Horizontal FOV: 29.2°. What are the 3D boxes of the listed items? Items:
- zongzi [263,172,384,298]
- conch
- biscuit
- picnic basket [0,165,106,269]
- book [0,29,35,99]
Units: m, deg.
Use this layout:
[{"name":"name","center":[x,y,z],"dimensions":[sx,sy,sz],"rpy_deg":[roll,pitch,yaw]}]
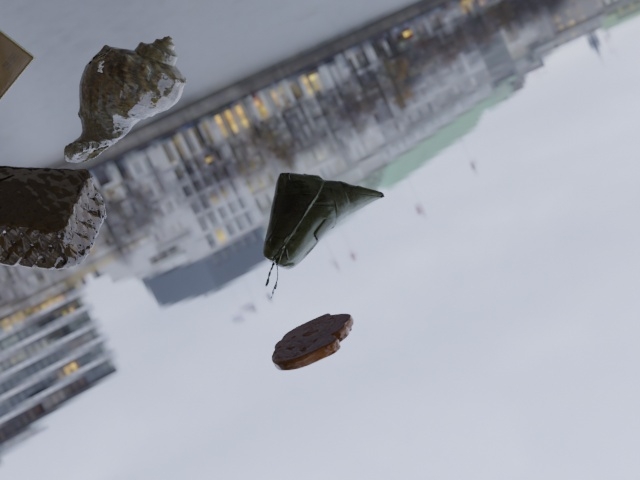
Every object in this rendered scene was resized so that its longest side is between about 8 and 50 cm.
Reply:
[{"name":"zongzi","center":[0.000,0.000,1.454],"dimensions":[0.130,0.154,0.062],"rpy_deg":[12,166,-3]},{"name":"conch","center":[-0.245,-0.174,1.568],"dimensions":[0.207,0.130,0.155],"rpy_deg":[-55,152,12]},{"name":"biscuit","center":[-0.009,0.121,1.473],"dimensions":[0.102,0.019,0.130],"rpy_deg":[-19,-166,16]},{"name":"picnic basket","center":[-0.307,-0.029,1.176],"dimensions":[0.193,0.055,0.110],"rpy_deg":[5,-138,8]},{"name":"book","center":[-0.401,-0.200,1.276],"dimensions":[0.118,0.172,0.012],"rpy_deg":[-47,-159,11]}]
